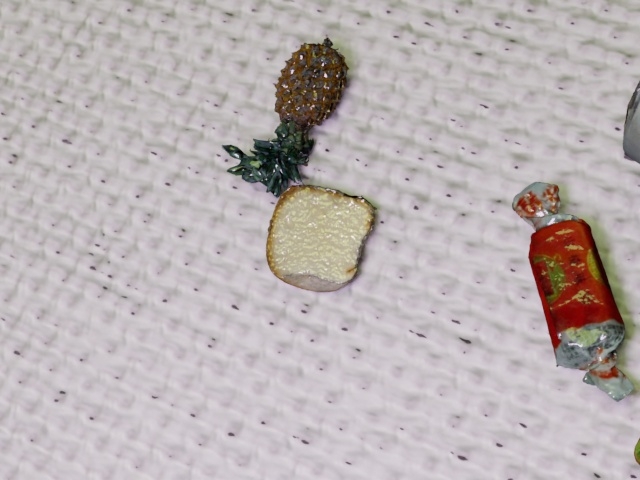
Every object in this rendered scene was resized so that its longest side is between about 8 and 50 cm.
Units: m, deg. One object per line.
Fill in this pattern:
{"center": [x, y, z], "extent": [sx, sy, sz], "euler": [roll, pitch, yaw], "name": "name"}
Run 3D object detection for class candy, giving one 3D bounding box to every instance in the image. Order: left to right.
{"center": [0.284, 0.056, 1.956], "extent": [0.086, 0.059, 0.292], "euler": [-17, 61, 8], "name": "candy"}

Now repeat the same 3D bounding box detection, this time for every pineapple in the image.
{"center": [-0.036, -0.160, 2.163], "extent": [0.083, 0.103, 0.221], "euler": [1, 61, 58], "name": "pineapple"}

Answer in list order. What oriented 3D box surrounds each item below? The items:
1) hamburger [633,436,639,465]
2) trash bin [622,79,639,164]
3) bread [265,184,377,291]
{"center": [0.435, 0.209, 1.775], "extent": [0.237, 0.149, 0.237], "euler": [-7, 57, 11], "name": "hamburger"}
{"center": [0.489, -0.113, 1.853], "extent": [0.262, 0.277, 0.217], "euler": [37, 85, 22], "name": "trash bin"}
{"center": [0.000, 0.000, 2.101], "extent": [0.126, 0.044, 0.129], "euler": [10, 66, 17], "name": "bread"}
